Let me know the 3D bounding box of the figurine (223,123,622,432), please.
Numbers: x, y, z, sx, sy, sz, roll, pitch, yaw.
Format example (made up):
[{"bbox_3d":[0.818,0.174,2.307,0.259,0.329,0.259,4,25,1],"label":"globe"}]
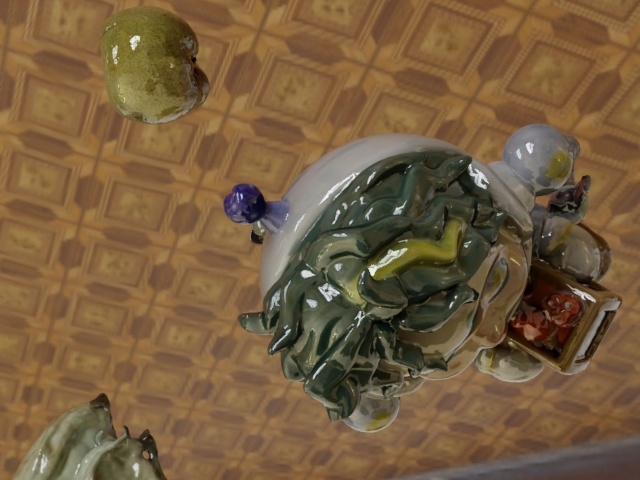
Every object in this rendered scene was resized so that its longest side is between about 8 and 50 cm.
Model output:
[{"bbox_3d":[0.100,0.031,0.700,0.382,0.186,0.261,7,106,-49],"label":"figurine"}]

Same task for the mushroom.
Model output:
[{"bbox_3d":[-0.214,0.286,0.840,0.164,0.267,0.189,-17,161,-30],"label":"mushroom"}]

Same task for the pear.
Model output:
[{"bbox_3d":[-0.234,-0.245,1.314,0.137,0.167,0.167,-4,137,11],"label":"pear"}]

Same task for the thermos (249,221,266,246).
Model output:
[{"bbox_3d":[-0.001,-0.003,1.172,0.124,0.099,0.232,-44,149,19],"label":"thermos"}]
